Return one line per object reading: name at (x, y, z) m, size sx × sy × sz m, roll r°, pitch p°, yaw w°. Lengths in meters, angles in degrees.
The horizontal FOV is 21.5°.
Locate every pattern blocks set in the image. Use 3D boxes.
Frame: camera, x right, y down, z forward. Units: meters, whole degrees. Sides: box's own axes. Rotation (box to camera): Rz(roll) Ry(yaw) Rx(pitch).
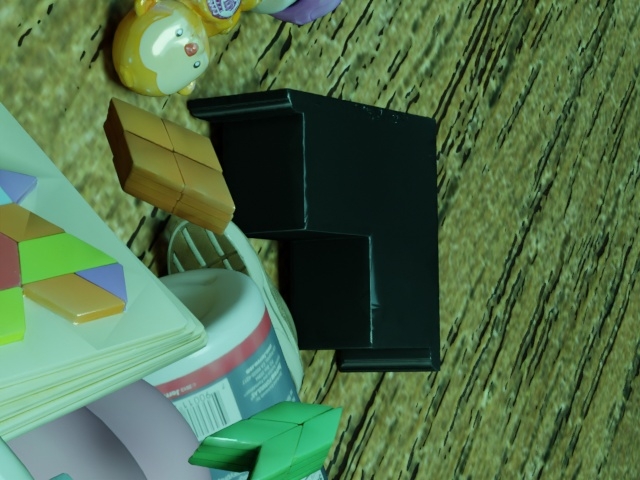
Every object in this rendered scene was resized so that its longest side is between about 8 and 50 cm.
pattern blocks set at (-0.141, -0.007, 0.606) m, size 0.285 × 0.325 × 0.026 m, roll -35°, pitch 158°, yaw -53°

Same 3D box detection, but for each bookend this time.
bookend at (0.000, 0.000, 0.981) m, size 0.156 × 0.072 × 0.157 m, roll 4°, pitch 84°, yaw -55°

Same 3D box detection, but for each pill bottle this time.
pill bottle at (-0.054, 0.115, 0.854) m, size 0.108 × 0.108 × 0.180 m, roll -45°, pitch 123°, yaw -49°

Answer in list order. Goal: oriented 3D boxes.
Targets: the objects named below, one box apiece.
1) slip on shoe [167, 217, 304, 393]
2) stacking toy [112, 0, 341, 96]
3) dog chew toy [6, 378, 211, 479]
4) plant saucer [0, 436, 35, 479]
slip on shoe at (-0.044, 0.032, 0.933) m, size 0.041 × 0.051 × 0.135 m, roll -77°, pitch 146°, yaw -50°
stacking toy at (-0.016, -0.188, 0.940) m, size 0.302 × 0.165 × 0.175 m, roll -51°, pitch 139°, yaw -27°
dog chew toy at (-0.151, 0.140, 0.639) m, size 0.332 × 0.206 × 0.207 m, roll -30°, pitch 111°, yaw -63°
plant saucer at (-0.233, 0.178, 0.385) m, size 0.400 × 0.100 × 0.401 m, roll 2°, pitch 84°, yaw -20°
